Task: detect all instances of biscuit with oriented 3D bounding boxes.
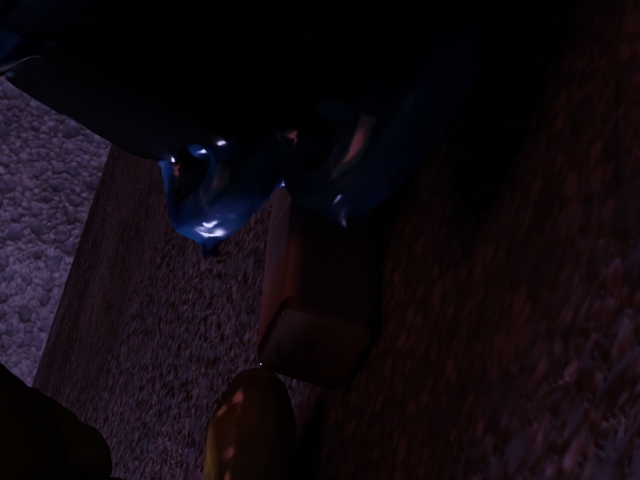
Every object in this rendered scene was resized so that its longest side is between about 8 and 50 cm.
[{"bbox_3d":[-0.044,0.172,0.737,0.208,0.047,0.164,-95,23,-59],"label":"biscuit"}]

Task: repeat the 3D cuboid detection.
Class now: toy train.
[{"bbox_3d":[-0.023,-0.148,0.709,0.265,0.188,0.300,-64,20,-16],"label":"toy train"}]

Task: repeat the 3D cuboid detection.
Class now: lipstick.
[{"bbox_3d":[0.000,0.000,0.790,0.145,0.045,0.045,-87,17,-49],"label":"lipstick"}]

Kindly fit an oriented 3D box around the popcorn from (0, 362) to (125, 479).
[{"bbox_3d":[-0.195,0.163,0.668,0.247,0.282,0.282,-39,23,15],"label":"popcorn"}]
